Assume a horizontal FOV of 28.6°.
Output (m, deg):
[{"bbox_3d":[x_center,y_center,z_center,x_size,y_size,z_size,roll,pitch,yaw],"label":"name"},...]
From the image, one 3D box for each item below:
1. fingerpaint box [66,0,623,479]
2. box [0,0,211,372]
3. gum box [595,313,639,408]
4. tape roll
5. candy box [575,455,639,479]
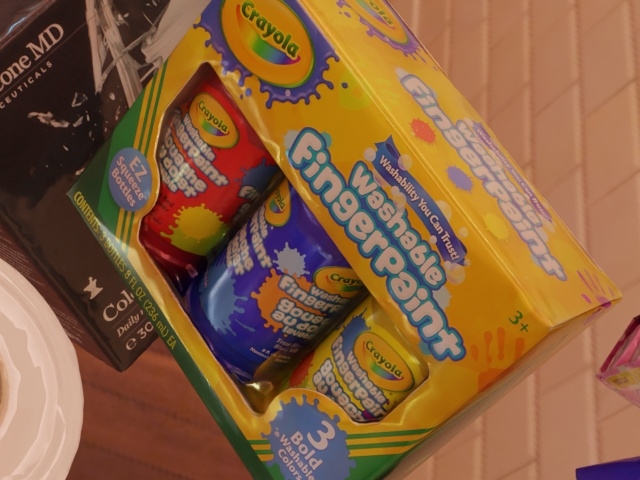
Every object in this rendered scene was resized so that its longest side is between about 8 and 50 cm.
[{"bbox_3d":[0.000,0.000,1.219,0.163,0.371,0.445,-14,64,-53],"label":"fingerpaint box"},{"bbox_3d":[-0.269,-0.184,1.602,0.480,0.297,0.472,-46,134,-18],"label":"box"},{"bbox_3d":[0.274,0.100,0.908,0.107,0.188,0.062,35,84,8],"label":"gum box"},{"bbox_3d":[-0.337,0.128,0.996,0.286,0.100,0.286,21,49,-27],"label":"tape roll"},{"bbox_3d":[0.350,0.270,0.901,0.317,0.268,0.122,-90,165,-65],"label":"candy box"}]
